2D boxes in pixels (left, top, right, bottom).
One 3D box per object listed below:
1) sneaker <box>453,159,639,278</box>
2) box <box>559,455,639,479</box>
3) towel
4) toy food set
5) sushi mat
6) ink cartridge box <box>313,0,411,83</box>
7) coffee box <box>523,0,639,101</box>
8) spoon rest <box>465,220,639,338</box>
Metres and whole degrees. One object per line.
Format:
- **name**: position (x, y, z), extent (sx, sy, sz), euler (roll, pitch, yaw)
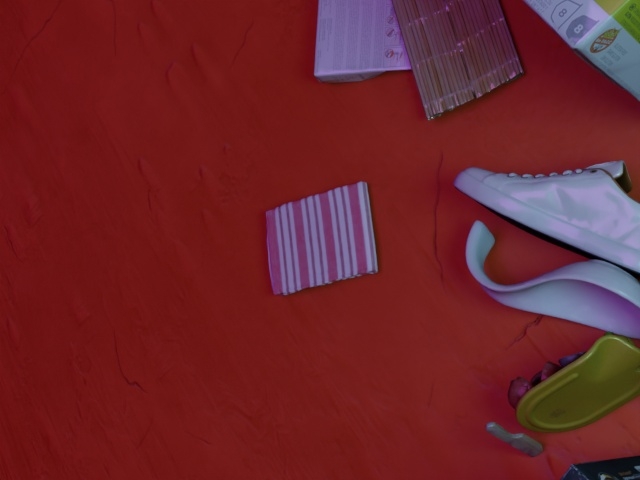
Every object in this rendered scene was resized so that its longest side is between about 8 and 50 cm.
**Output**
- **sneaker**: position (0.311, -0.054, 1.140), extent (0.290, 0.106, 0.123), euler (25, 93, 27)
- **box**: position (0.388, 0.333, 0.887), extent (0.293, 0.295, 0.073), euler (41, 105, 34)
- **towel**: position (0.000, 0.000, 1.409), extent (0.197, 0.029, 0.144), euler (-15, 73, 32)
- **toy food set**: position (0.294, 0.169, 1.104), extent (0.218, 0.128, 0.071), euler (-41, 40, 30)
- **sushi mat**: position (0.180, -0.339, 1.320), extent (0.151, 0.019, 0.316), euler (-22, 70, 23)
- **ink cartridge box**: position (0.081, -0.320, 1.402), extent (0.179, 0.045, 0.145), euler (1, 82, 19)
- **coffee box**: position (0.361, -0.384, 0.997), extent (0.334, 0.338, 0.337), euler (-46, 59, 22)
- **spoon rest**: position (0.287, 0.057, 1.126), extent (0.276, 0.137, 0.084), euler (25, 75, 45)
